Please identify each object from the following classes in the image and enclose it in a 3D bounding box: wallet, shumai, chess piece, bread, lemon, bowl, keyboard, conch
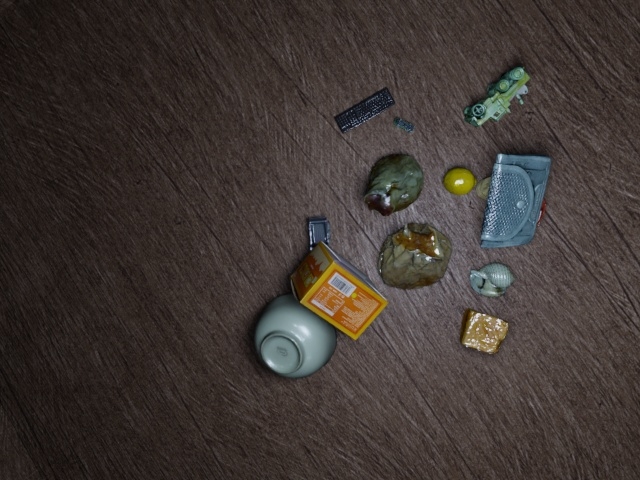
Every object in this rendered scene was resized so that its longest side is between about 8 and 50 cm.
[{"bbox_3d":[0.701,-0.137,1.592,0.237,0.075,0.342,-3,110,-21],"label":"wallet"},{"bbox_3d":[0.290,-0.222,1.742,0.222,0.203,0.271,24,92,7],"label":"shumai"},{"bbox_3d":[0.650,-0.204,1.679,0.090,0.200,0.090,0,92,10],"label":"chess piece"},{"bbox_3d":[0.631,0.353,1.727,0.158,0.149,0.143,20,91,9],"label":"bread"},{"bbox_3d":[0.547,-0.232,1.742,0.133,0.109,0.109,0,92,6],"label":"lemon"},{"bbox_3d":[-0.125,0.415,1.794,0.354,0.185,0.353,5,107,17],"label":"bowl"},{"bbox_3d":[0.360,0.076,1.708,0.314,0.262,0.267,-38,85,10],"label":"shumai"},{"bbox_3d":[0.184,-0.537,1.842,0.251,0.017,0.087,-27,86,9],"label":"keyboard"},{"bbox_3d":[0.676,0.151,1.736,0.153,0.102,0.135,8,106,42],"label":"conch"}]

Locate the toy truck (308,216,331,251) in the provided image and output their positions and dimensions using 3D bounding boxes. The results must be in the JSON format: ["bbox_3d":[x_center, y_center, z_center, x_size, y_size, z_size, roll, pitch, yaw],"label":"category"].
[{"bbox_3d":[0.000,0.000,1.849,0.083,0.092,0.192,-5,91,9],"label":"toy truck"}]

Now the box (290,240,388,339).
[{"bbox_3d":[0.062,0.192,1.715,0.283,0.259,0.214,38,95,-20],"label":"box"}]

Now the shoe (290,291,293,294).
[{"bbox_3d":[-0.044,0.270,1.872,0.195,0.078,0.079,18,95,5],"label":"shoe"}]

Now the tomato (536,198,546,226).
[{"bbox_3d":[0.767,-0.113,1.717,0.166,0.082,0.174,17,101,-6],"label":"tomato"}]

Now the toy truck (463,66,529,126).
[{"bbox_3d":[0.686,-0.534,1.707,0.259,0.128,0.135,-40,99,8],"label":"toy truck"}]

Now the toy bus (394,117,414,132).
[{"bbox_3d":[0.341,-0.468,1.807,0.083,0.037,0.031,27,95,7],"label":"toy bus"}]
